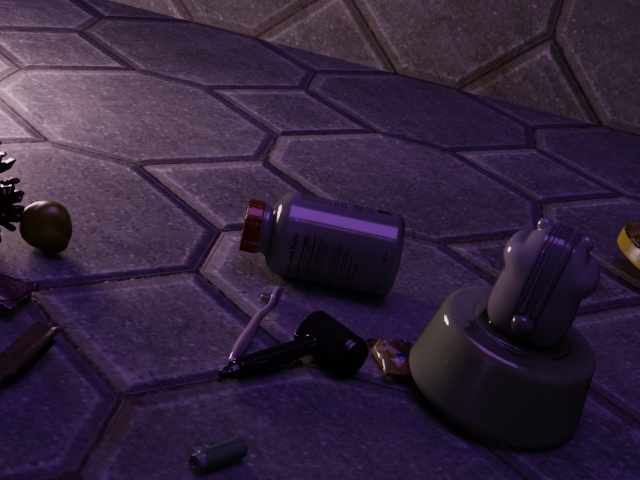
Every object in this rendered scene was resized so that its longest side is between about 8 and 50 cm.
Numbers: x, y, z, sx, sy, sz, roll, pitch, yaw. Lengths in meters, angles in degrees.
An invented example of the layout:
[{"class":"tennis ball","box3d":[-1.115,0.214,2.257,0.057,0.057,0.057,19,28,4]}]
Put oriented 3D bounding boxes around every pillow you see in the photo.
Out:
[{"class":"pillow","box3d":[-0.545,0.068,1.844,0.185,0.043,0.118,19,17,4]}]

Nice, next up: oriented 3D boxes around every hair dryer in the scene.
[{"class":"hair dryer","box3d":[-0.046,0.181,1.837,0.248,0.070,0.114,-13,34,-40]}]

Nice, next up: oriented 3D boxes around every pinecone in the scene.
[{"class":"pinecone","box3d":[-0.588,-0.080,1.974,0.208,0.207,0.208,12,23,-5]}]

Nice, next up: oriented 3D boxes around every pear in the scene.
[{"class":"pear","box3d":[-0.473,-0.021,2.041,0.092,0.092,0.097,-24,84,-56]}]

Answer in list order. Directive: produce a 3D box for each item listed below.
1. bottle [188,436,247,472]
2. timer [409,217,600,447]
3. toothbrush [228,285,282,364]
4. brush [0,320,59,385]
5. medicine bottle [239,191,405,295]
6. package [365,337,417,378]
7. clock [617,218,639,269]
[{"class":"bottle","box3d":[-0.137,0.287,1.575,0.083,0.030,0.030,-11,33,-44]},{"class":"timer","box3d":[0.324,0.114,1.838,0.291,0.315,0.291,17,25,-8]},{"class":"toothbrush","box3d":[-0.112,0.136,1.951,0.029,0.025,0.307,9,21,9]},{"class":"brush","box3d":[-0.443,0.188,1.637,0.043,0.036,0.248,14,29,13]},{"class":"medicine bottle","box3d":[0.000,0.000,2.159,0.289,0.157,0.157,12,23,-4]},{"class":"package","box3d":[0.140,0.196,1.943,0.108,0.031,0.121,5,25,-19]},{"class":"clock","box3d":[0.772,0.065,2.557,0.277,0.071,0.293,3,35,-45]}]
